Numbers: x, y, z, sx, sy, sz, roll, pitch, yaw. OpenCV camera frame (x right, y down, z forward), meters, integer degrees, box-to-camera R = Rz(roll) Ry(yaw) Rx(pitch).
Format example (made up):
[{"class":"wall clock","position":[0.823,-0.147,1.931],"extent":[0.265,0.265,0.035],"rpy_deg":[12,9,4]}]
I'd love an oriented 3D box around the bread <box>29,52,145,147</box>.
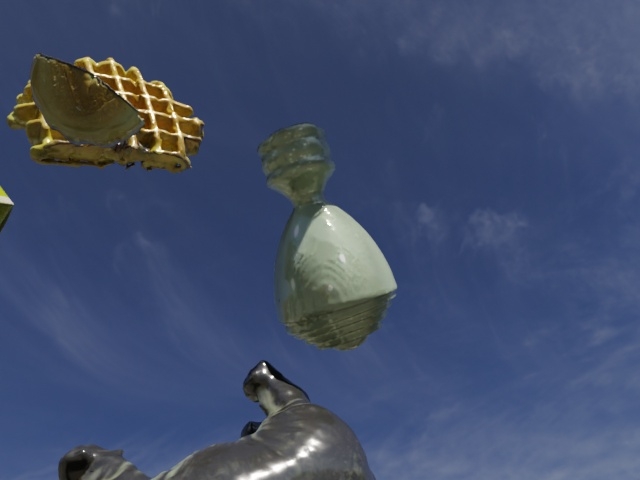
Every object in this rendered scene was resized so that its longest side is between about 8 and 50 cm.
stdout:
[{"class":"bread","position":[-0.309,-0.171,0.708],"extent":[0.157,0.094,0.083],"rpy_deg":[16,-13,-4]}]

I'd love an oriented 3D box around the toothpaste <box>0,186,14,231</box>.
[{"class":"toothpaste","position":[-0.398,-0.049,0.377],"extent":[0.077,0.110,0.327],"rpy_deg":[-48,-18,14]}]

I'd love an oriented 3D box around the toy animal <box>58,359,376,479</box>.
[{"class":"toy animal","position":[-0.105,0.200,0.298],"extent":[0.343,0.168,0.106],"rpy_deg":[-30,-50,-49]}]

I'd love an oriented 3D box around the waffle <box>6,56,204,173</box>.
[{"class":"waffle","position":[-0.340,-0.202,0.895],"extent":[0.283,0.309,0.065],"rpy_deg":[35,-46,-6]}]

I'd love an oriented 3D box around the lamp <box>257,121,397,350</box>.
[{"class":"lamp","position":[0.000,0.000,0.459],"extent":[0.106,0.106,0.193],"rpy_deg":[-15,-93,-1]}]
